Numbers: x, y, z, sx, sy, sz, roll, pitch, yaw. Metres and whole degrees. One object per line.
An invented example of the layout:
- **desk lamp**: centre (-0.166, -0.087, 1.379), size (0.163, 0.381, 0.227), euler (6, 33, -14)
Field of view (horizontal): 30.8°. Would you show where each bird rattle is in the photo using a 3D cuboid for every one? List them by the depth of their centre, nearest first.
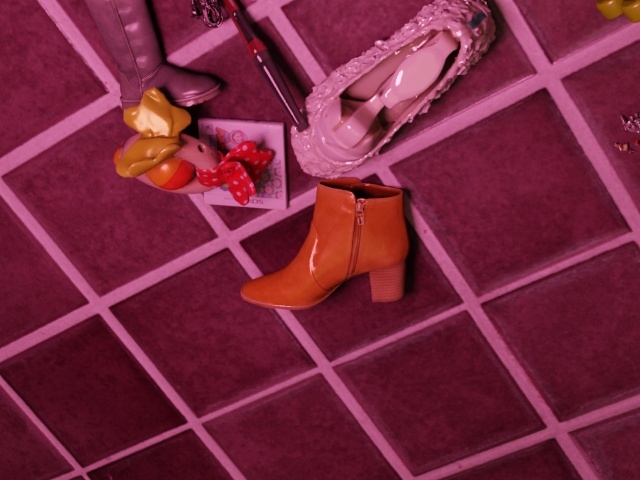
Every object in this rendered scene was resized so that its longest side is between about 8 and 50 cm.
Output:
- **bird rattle**: centre (-0.215, -0.133, 1.856), size (0.253, 0.143, 0.207), euler (17, 159, -36)

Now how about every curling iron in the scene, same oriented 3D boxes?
- **curling iron**: centre (-0.104, -0.280, 1.779), size (0.068, 0.035, 0.274), euler (-36, 96, 20)

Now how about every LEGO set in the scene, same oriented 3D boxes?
- **LEGO set**: centre (0.474, -0.164, 1.749), size (0.054, 0.023, 0.083), euler (9, 122, 8)

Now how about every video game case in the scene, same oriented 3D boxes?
- **video game case**: centre (-0.127, -0.126, 1.916), size (0.143, 0.019, 0.157), euler (5, 121, 10)

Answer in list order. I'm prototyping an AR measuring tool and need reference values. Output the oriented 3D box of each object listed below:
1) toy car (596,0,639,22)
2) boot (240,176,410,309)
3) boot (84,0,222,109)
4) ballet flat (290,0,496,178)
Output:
- **toy car**: centre (0.428, -0.416, 1.571), size (0.188, 0.149, 0.155), euler (-45, 109, 1)
- **boot**: centre (0.001, 0.000, 1.926), size (0.295, 0.104, 0.211), euler (-3, 115, 9)
- **boot**: centre (-0.262, -0.310, 1.814), size (0.189, 0.076, 0.209), euler (-4, 113, 13)
- **ballet flat**: centre (0.087, -0.219, 1.744), size (0.147, 0.147, 0.409), euler (41, 122, -13)
